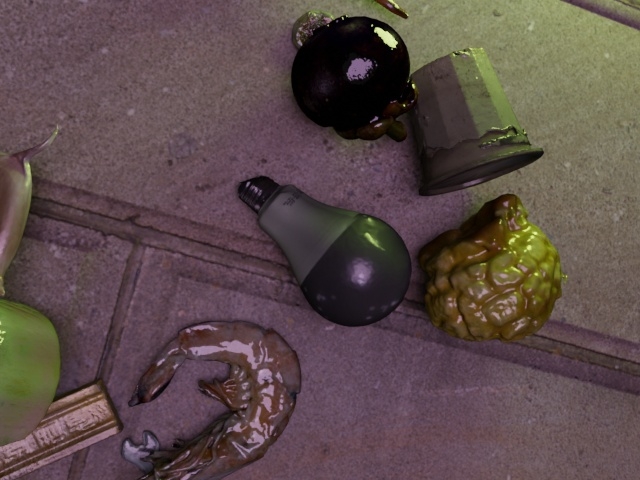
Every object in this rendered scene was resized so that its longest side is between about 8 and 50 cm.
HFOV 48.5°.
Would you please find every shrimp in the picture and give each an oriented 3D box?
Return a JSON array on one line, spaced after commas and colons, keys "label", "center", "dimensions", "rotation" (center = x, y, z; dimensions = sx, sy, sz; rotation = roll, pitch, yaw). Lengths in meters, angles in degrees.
[{"label": "shrimp", "center": [-0.192, 0.275, 1.142], "dimensions": [0.360, 0.085, 0.246], "rotation": [-39, 94, -16]}]

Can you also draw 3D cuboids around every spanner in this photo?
[{"label": "spanner", "center": [-0.232, 0.445, 1.168], "dimensions": [0.071, 0.017, 0.301], "rotation": [-29, 97, -11]}]

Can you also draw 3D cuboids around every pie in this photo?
[{"label": "pie", "center": [-0.006, -0.350, 1.201], "dimensions": [0.085, 0.017, 0.085], "rotation": [0, 92, -13]}]

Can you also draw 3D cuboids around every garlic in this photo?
[{"label": "garlic", "center": [-0.487, -0.060, 1.045], "dimensions": [0.149, 0.128, 0.266], "rotation": [15, 87, -7]}]

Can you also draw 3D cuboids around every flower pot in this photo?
[{"label": "flower pot", "center": [0.231, -0.195, 1.173], "dimensions": [0.213, 0.212, 0.202], "rotation": [-19, 85, -11]}]

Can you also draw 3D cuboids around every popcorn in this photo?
[{"label": "popcorn", "center": [0.284, 0.046, 1.184], "dimensions": [0.237, 0.206, 0.251], "rotation": [-2, 80, 2]}]

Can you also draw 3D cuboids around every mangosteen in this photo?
[{"label": "mangosteen", "center": [0.062, -0.242, 1.137], "dimensions": [0.194, 0.194, 0.230], "rotation": [-34, 110, -9]}]

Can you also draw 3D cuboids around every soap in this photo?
[{"label": "soap", "center": [-0.446, 0.309, 1.110], "dimensions": [0.252, 0.037, 0.092], "rotation": [-22, 94, -10]}]

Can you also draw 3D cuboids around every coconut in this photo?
[{"label": "coconut", "center": [-0.483, 0.182, 1.015], "dimensions": [0.236, 0.236, 0.204], "rotation": [24, 79, -11]}]

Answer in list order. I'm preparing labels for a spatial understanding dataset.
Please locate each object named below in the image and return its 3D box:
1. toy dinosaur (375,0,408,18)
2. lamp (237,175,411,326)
[{"label": "toy dinosaur", "center": [-0.059, -0.489, 1.152], "dimensions": [0.208, 0.097, 0.432], "rotation": [-39, 102, -18]}, {"label": "lamp", "center": [0.016, -0.004, 1.157], "dimensions": [0.182, 0.182, 0.313], "rotation": [-34, 73, -9]}]
